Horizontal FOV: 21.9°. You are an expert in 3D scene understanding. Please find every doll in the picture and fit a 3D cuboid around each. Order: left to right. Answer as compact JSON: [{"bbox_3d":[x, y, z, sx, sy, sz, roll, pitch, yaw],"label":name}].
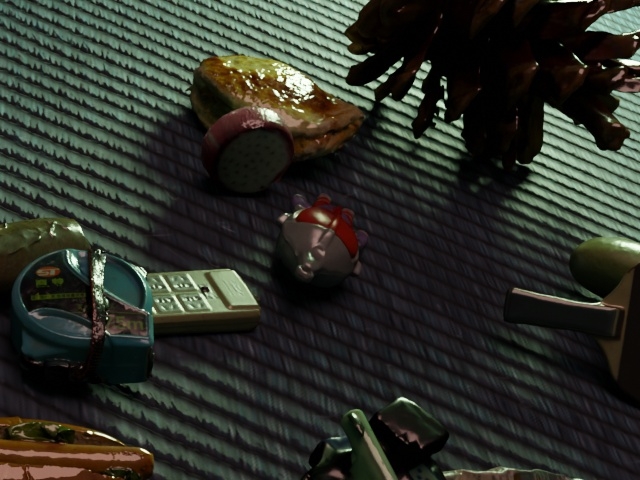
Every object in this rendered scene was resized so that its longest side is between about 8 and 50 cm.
[{"bbox_3d":[0.000,0.000,1.721,0.102,0.075,0.227,30,21,-4],"label":"doll"}]

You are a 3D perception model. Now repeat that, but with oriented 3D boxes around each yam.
[{"bbox_3d":[-0.363,0.033,1.453,0.371,0.083,0.083,-15,46,-46],"label":"yam"}]

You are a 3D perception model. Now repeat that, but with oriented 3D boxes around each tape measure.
[{"bbox_3d":[-0.213,0.067,1.475,0.125,0.081,0.146,1,42,-10],"label":"tape measure"}]

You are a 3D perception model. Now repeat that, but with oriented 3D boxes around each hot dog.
[{"bbox_3d":[-0.255,0.177,1.295,0.249,0.068,0.100,7,34,-21],"label":"hot dog"}]

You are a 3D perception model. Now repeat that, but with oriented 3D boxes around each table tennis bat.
[{"bbox_3d":[0.340,0.094,1.720,0.301,0.173,0.022,9,-2,0],"label":"table tennis bat"}]

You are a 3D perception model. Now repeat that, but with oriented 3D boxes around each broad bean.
[{"bbox_3d":[0.384,0.057,1.818,0.228,0.100,0.169,30,-5,-3],"label":"broad bean"}]

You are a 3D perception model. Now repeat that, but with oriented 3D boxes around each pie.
[{"bbox_3d":[-0.053,-0.160,1.934,0.205,0.084,0.179,34,33,27],"label":"pie"}]

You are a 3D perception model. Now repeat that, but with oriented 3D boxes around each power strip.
[{"bbox_3d":[-0.130,0.058,1.597,0.169,0.028,0.076,-2,37,-34],"label":"power strip"}]

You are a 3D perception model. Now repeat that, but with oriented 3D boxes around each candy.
[{"bbox_3d":[-0.079,-0.098,1.803,0.103,0.103,0.043,3,37,-27],"label":"candy"}]

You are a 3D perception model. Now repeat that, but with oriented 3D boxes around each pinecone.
[{"bbox_3d":[0.237,-0.240,2.021,0.384,0.384,0.384,15,31,-10],"label":"pinecone"}]

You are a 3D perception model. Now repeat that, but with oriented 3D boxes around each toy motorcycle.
[{"bbox_3d":[0.123,0.274,1.323,0.331,0.125,0.196,45,40,22],"label":"toy motorcycle"}]

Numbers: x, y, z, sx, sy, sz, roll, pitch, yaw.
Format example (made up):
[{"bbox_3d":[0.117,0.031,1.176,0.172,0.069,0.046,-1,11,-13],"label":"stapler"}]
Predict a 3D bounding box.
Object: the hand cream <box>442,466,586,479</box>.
[{"bbox_3d":[0.180,0.243,1.488,0.248,0.052,0.075,10,55,-29],"label":"hand cream"}]
